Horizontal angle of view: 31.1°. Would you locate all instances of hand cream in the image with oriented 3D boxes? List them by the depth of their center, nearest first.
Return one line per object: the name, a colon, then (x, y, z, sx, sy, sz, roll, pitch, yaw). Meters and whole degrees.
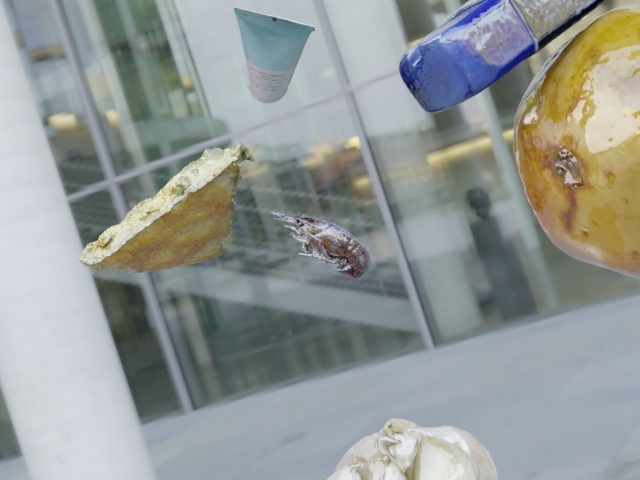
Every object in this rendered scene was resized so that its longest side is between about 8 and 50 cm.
hand cream: (-0.074, -0.277, 1.669, 0.111, 0.070, 0.312, 15, -11, -3)

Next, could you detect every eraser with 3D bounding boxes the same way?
eraser: (0.260, -0.293, 1.472, 0.332, 0.101, 0.155, -39, 9, -23)

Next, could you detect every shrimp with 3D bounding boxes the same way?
shrimp: (0.000, 0.000, 1.679, 0.065, 0.165, 0.056, -64, -3, 31)

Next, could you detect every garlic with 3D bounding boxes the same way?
garlic: (0.101, 0.337, 1.535, 0.281, 0.203, 0.185, -18, 11, -8)

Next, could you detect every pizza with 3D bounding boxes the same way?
pizza: (-0.192, -0.056, 1.726, 0.287, 0.075, 0.280, -45, -26, 28)

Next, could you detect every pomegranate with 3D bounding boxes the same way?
pomegranate: (0.467, -0.139, 1.527, 0.410, 0.410, 0.410, -18, 0, 0)
